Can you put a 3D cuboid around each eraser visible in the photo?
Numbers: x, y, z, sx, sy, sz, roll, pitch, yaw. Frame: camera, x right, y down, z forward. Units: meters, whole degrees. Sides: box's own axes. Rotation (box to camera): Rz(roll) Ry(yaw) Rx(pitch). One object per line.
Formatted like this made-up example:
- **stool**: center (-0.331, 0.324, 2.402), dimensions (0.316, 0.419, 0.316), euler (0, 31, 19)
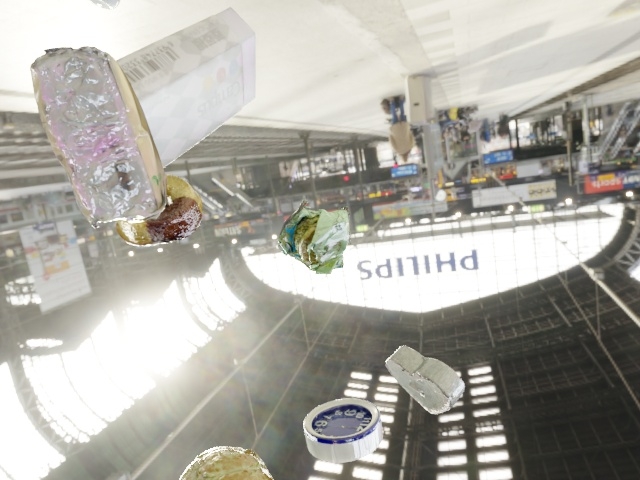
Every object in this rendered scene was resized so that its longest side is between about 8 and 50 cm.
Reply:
- **eraser**: center (-0.278, -0.327, 0.955), dimensions (0.082, 0.213, 0.397), euler (25, -130, 15)

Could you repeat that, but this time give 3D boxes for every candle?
- **candle**: center (0.248, 0.333, 1.036), dimensions (0.068, 0.168, 0.192), euler (-41, -149, -22)

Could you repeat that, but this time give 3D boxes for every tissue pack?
- **tissue pack**: center (-0.300, -0.141, 0.630), dimensions (0.123, 0.215, 0.257), euler (-18, -161, -17)

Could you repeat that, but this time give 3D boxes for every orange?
- **orange**: center (-0.228, 0.672, 1.069), dimensions (0.249, 0.329, 0.329), euler (-1, -176, -30)

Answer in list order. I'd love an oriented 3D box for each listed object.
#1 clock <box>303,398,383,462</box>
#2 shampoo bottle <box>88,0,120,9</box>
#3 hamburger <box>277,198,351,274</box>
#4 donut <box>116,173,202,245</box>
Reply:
- **clock**: center (0.067, 0.557, 1.321), dimensions (0.230, 0.083, 0.230), euler (-7, -174, 1)
- **shampoo bottle**: center (-0.373, -0.519, 0.797), dimensions (0.074, 0.192, 0.074), euler (18, -177, -1)
- **hamburger**: center (-0.004, 0.006, 1.556), dimensions (0.276, 0.260, 0.150), euler (6, -154, -30)
- **donut**: center (-0.346, -0.071, 0.943), dimensions (0.184, 0.166, 0.073), euler (3, 148, 0)
